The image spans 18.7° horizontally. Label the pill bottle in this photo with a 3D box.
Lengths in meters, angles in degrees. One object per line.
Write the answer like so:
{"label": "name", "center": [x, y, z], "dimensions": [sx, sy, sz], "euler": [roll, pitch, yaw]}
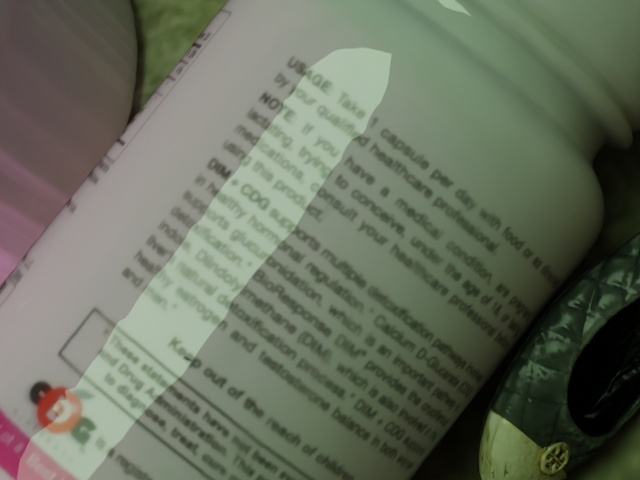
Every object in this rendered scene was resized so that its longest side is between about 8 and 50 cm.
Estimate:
{"label": "pill bottle", "center": [0.000, 0.000, 0.703], "dimensions": [0.160, 0.160, 0.283], "euler": [38, 89, 37]}

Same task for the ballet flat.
{"label": "ballet flat", "center": [0.121, 0.028, 0.681], "dimensions": [0.173, 0.057, 0.049], "euler": [-46, 47, 2]}

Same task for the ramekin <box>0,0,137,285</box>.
{"label": "ramekin", "center": [-0.217, -0.078, 0.884], "dimensions": [0.277, 0.135, 0.277], "euler": [-13, 61, 25]}
